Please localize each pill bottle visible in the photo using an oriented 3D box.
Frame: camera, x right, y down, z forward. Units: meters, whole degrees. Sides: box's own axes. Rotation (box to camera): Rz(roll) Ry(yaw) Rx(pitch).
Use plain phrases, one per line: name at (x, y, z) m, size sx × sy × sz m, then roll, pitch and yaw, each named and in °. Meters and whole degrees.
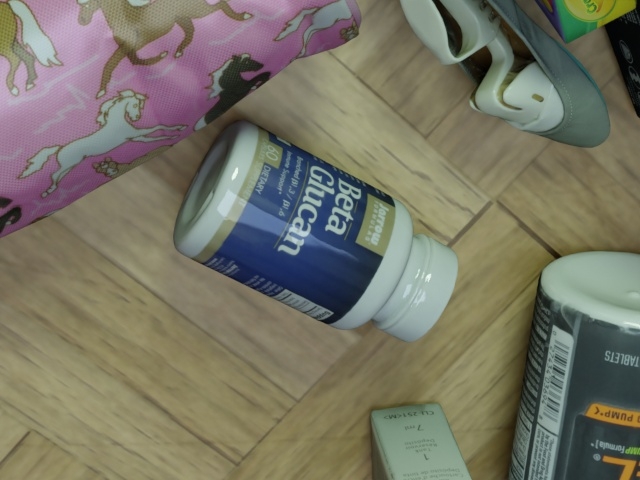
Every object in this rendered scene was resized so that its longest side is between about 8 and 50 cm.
pill bottle at (0.199, 0.141, 0.877) m, size 0.130 × 0.130 × 0.246 m, roll 1°, pitch 112°, yaw -9°
pill bottle at (0.000, 0.000, 0.812) m, size 0.169 × 0.094 × 0.094 m, roll 26°, pitch 106°, yaw -17°

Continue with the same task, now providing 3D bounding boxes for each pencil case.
pencil case at (-0.166, -0.109, 0.715) m, size 0.386 × 0.160 × 0.167 m, roll -27°, pitch 157°, yaw 3°

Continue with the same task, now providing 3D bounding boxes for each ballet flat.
ballet flat at (0.102, -0.117, 0.784) m, size 0.213 × 0.072 × 0.068 m, roll 48°, pitch 57°, yaw -25°

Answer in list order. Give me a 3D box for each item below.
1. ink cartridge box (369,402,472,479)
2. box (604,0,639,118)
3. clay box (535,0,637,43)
ink cartridge box at (0.080, 0.287, 0.858) m, size 0.060 × 0.239 × 0.275 m, roll -5°, pitch 112°, yaw -6°
box at (0.238, -0.187, 0.735) m, size 0.142 × 0.163 × 0.247 m, roll -26°, pitch 113°, yaw -1°
clay box at (0.104, -0.223, 0.671) m, size 0.053 × 0.127 × 0.222 m, roll -28°, pitch 143°, yaw 5°
